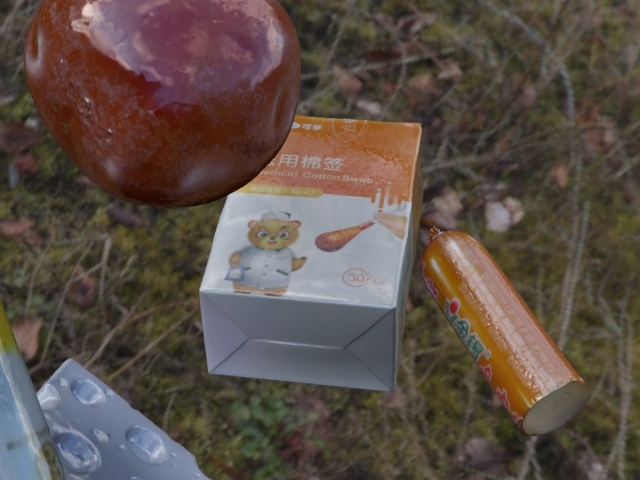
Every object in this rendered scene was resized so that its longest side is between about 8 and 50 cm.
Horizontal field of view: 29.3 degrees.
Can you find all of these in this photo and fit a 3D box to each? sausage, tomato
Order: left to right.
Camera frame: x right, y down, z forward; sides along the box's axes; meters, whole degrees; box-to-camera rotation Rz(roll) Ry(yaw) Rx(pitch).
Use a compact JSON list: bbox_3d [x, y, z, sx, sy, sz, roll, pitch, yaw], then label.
[{"bbox_3d":[-0.123,-0.143,1.015,0.232,0.188,0.232,4,70,-11],"label":"tomato"},{"bbox_3d":[0.155,0.070,1.124,0.071,0.071,0.234,-1,42,-32],"label":"sausage"}]

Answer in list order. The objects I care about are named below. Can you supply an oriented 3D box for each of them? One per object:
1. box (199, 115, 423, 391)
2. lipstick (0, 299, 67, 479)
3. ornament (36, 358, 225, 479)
[{"bbox_3d":[0.000,0.000,1.454,0.225,0.143,0.341,5,42,7],"label":"box"},{"bbox_3d":[-0.136,0.128,0.547,0.059,0.059,0.264,-20,88,-38],"label":"lipstick"},{"bbox_3d":[-0.269,0.316,1.246,0.240,0.240,0.239,40,21,-3],"label":"ornament"}]
